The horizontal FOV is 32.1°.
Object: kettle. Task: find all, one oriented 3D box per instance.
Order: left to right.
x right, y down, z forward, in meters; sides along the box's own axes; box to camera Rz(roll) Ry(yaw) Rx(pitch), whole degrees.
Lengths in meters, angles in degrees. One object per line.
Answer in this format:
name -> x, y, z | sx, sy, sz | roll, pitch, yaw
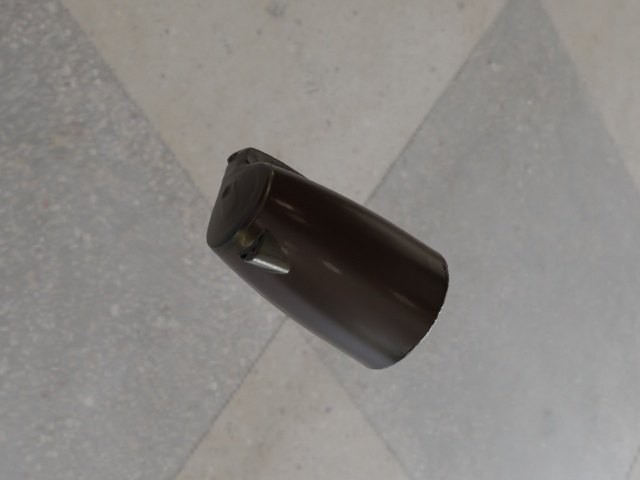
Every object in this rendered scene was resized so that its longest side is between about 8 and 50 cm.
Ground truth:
kettle -> 0.000, 0.000, 1.144 | 0.232, 0.144, 0.202 | 34, 31, -25
